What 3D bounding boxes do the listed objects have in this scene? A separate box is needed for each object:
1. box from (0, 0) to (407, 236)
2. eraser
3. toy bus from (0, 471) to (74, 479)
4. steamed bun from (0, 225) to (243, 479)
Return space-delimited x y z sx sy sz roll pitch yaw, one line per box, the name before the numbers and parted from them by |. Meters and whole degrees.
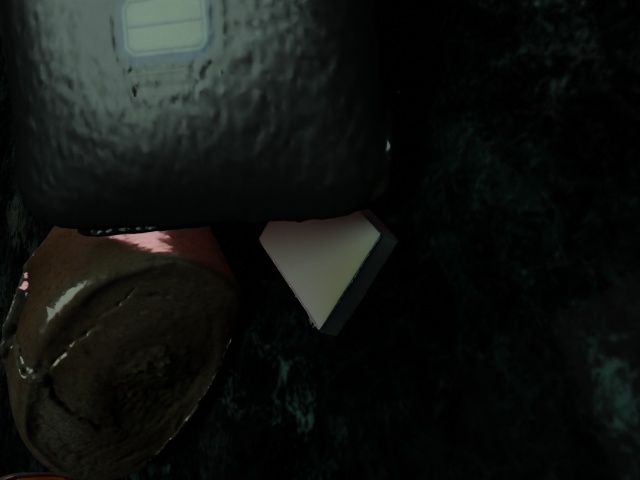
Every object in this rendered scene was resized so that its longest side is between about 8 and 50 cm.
box | -0.113 -0.182 0.631 0.359 0.091 0.350 -3 96 21
eraser | 0.000 0.000 0.663 0.104 0.023 0.150 -59 39 18
toy bus | -0.327 0.388 0.863 0.136 0.126 0.210 0 77 43
steamed bun | -0.238 0.088 0.791 0.301 0.199 0.251 -60 39 19
